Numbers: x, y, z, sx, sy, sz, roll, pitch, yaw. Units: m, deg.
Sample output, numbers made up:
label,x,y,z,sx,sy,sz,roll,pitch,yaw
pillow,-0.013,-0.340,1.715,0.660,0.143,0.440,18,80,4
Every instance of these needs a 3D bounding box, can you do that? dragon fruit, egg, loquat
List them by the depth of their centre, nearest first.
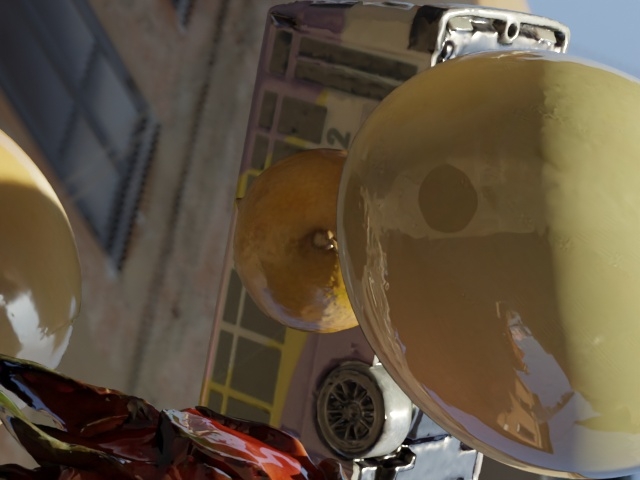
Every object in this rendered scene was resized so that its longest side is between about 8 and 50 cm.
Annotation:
label,x,y,z,sx,sy,sz,roll,pitch,yaw
dragon fruit,-0.074,0.153,0.803,0.193,0.274,0.192,-53,-141,27
egg,0.109,0.010,0.886,0.186,0.241,0.186,-23,-132,28
egg,-0.249,0.006,1.037,0.201,0.244,0.201,-19,-132,23
loquat,0.000,0.000,1.408,0.141,0.141,0.141,-15,-137,14

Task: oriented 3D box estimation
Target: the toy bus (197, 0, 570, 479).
label,x,y,z,sx,sy,sz,roll,pitch,yaw
toy bus,0.049,-0.001,1.690,0.249,0.209,0.440,18,-77,39
